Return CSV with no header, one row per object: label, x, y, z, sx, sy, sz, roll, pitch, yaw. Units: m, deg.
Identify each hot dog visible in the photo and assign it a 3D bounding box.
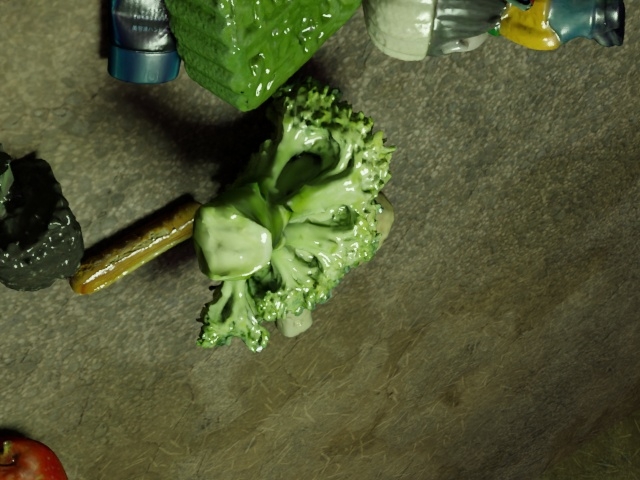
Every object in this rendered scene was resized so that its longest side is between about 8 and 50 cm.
hot dog,-0.251,0.008,1.502,0.215,0.047,0.066,-31,159,-12

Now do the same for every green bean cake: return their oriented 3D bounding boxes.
green bean cake,-0.056,-0.291,1.217,0.248,0.125,0.222,-49,156,-22

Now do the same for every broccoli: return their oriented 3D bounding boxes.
broccoli,-0.047,-0.057,1.388,0.274,0.353,0.397,3,158,10

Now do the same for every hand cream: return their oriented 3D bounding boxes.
hand cream,-0.183,-0.304,1.205,0.120,0.061,0.270,-2,128,-22

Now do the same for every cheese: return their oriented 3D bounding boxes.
cheese,-0.044,0.090,1.794,0.065,0.043,0.194,-20,144,-18

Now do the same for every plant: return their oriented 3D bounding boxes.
plant,-0.364,-0.029,1.286,0.131,0.142,0.203,-27,154,-1

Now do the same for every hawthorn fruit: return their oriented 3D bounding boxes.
hawthorn fruit,-0.462,0.374,1.609,0.196,0.196,0.225,-16,130,-30

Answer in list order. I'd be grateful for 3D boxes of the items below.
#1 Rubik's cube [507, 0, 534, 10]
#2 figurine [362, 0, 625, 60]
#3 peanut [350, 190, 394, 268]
Rubik's cube,0.221,-0.369,1.256,0.250,0.234,0.284,-6,162,-41
figurine,0.202,-0.314,1.331,0.204,0.332,0.185,28,67,-53
peanut,0.000,0.000,1.663,0.256,0.123,0.123,-24,143,-21
